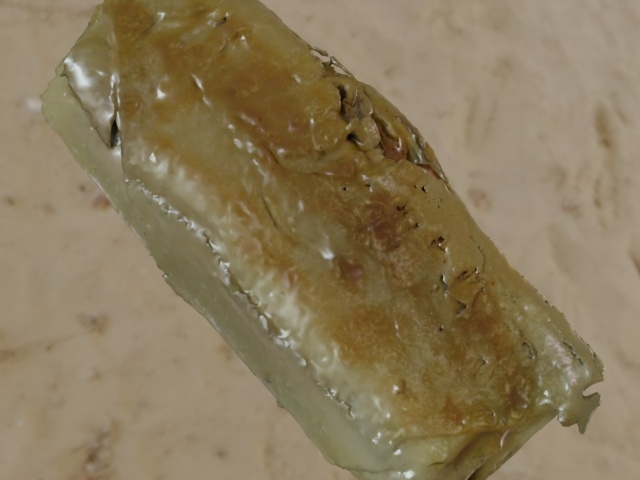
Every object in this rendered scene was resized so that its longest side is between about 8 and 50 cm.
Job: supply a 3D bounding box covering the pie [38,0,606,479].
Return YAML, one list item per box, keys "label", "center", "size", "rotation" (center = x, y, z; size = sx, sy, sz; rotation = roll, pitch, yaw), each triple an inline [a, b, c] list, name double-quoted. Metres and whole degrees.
- label: "pie"
  center: [0.000, 0.000, 0.754]
  size: [0.128, 0.068, 0.282]
  rotation: [-42, 84, -9]
